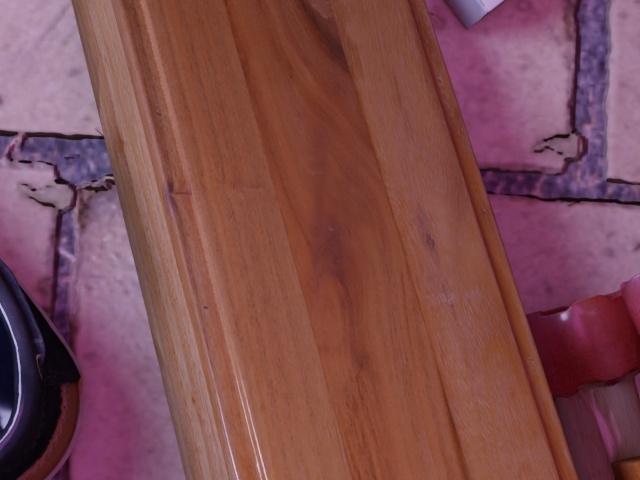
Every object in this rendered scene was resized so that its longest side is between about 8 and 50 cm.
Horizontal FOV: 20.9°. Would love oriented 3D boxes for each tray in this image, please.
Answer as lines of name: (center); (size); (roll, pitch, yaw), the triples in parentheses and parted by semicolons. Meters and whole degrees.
tray: (0.000, 0.000, 0.995); (0.203, 0.076, 0.411); (-4, 65, -27)

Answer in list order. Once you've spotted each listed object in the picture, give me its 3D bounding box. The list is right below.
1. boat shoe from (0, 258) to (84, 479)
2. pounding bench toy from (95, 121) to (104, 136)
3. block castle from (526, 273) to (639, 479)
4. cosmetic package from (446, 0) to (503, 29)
boat shoe: (-0.330, -0.041, 0.993); (0.187, 0.156, 0.500); (-44, 91, -9)
pounding bench toy: (-0.091, -0.068, 1.080); (0.083, 0.065, 0.052); (39, 79, -4)
block castle: (0.361, 0.027, 1.027); (0.453, 0.303, 0.213); (-14, 85, -12)
cosmetic package: (0.165, -0.249, 1.145); (0.239, 0.060, 0.099); (-37, 89, -11)
